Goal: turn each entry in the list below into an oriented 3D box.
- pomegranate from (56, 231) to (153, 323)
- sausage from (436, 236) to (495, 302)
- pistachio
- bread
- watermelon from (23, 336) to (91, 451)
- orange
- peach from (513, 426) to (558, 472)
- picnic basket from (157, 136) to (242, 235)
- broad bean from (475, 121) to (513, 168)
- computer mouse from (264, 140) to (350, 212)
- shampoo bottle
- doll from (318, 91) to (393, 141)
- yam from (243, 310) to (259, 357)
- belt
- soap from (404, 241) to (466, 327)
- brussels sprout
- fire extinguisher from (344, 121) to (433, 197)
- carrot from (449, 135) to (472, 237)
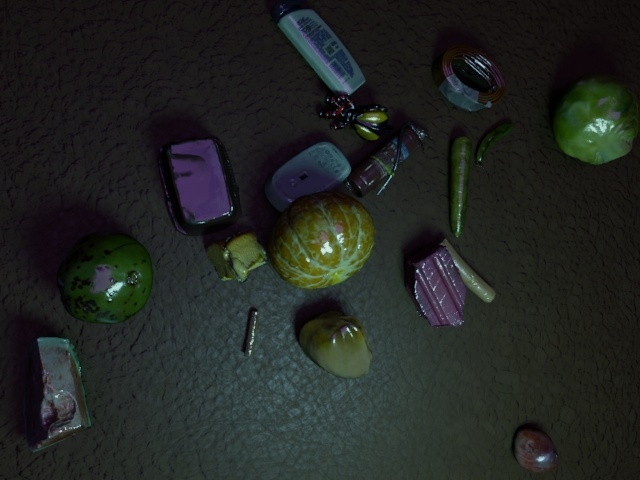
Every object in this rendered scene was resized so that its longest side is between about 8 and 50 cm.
[{"bbox_3d":[-0.584,0.100,1.208,0.254,0.271,0.254,3,86,-51],"label":"pomegranate"},{"bbox_3d":[0.512,0.110,1.590,0.301,0.066,0.066,45,79,-8],"label":"sausage"},{"bbox_3d":[0.052,0.345,1.419,0.213,0.162,0.260,-10,116,22],"label":"pistachio"},{"bbox_3d":[-0.239,0.046,1.331,0.169,0.160,0.140,-26,96,-14],"label":"bread"},{"bbox_3d":[-0.683,0.406,1.187,0.148,0.226,0.318,-1,102,-42],"label":"watermelon"},{"bbox_3d":[0.000,0.000,1.326,0.330,0.329,0.249,-20,57,-15],"label":"orange"},{"bbox_3d":[0.786,0.760,1.612,0.152,0.152,0.151,0,89,-15],"label":"peach"},{"bbox_3d":[-0.351,-0.166,1.321,0.223,0.129,0.296,-14,94,-17],"label":"picnic basket"},{"bbox_3d":[0.630,-0.360,1.641,0.069,0.039,0.226,39,81,-5],"label":"broad bean"},{"bbox_3d":[-0.043,-0.195,1.422,0.288,0.097,0.159,-37,79,-21],"label":"computer mouse"},{"bbox_3d":[0.000,-0.631,1.451,0.134,0.078,0.359,-45,100,-17],"label":"shampoo bottle"},{"bbox_3d":[0.122,-0.397,1.461,0.249,0.127,0.088,20,65,-10],"label":"doll"},{"bbox_3d":[-0.214,0.293,1.401,0.032,0.032,0.145,10,86,-15],"label":"yam"},{"bbox_3d":[0.521,-0.569,1.579,0.261,0.105,0.184,37,82,-13],"label":"belt"},{"bbox_3d":[0.395,0.170,1.517,0.182,0.112,0.289,-31,103,-1],"label":"soap"},{"bbox_3d":[1.012,-0.442,1.629,0.344,0.268,0.343,1,87,-22],"label":"brussels sprout"},{"bbox_3d":[0.238,-0.273,1.501,0.341,0.105,0.141,-41,116,-12],"label":"fire extinguisher"},{"bbox_3d":[0.490,-0.190,1.585,0.074,0.074,0.358,3,91,-15],"label":"carrot"}]
